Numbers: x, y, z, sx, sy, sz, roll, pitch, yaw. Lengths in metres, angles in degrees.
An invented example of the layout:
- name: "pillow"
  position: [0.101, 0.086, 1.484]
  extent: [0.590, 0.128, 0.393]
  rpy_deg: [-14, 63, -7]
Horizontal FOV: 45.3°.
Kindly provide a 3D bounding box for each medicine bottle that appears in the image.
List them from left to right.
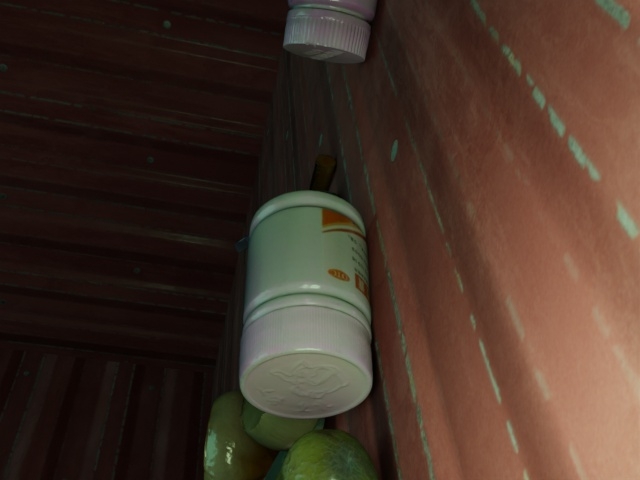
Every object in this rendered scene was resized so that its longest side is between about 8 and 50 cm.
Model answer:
- name: "medicine bottle"
  position: [-0.021, 0.097, 1.208]
  extent: [0.202, 0.202, 0.316]
  rpy_deg: [110, 165, -47]
- name: "medicine bottle"
  position: [0.030, -0.508, 1.508]
  extent: [0.178, 0.178, 0.291]
  rpy_deg: [-148, 67, -79]

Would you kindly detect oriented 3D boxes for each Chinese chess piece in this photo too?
- name: "Chinese chess piece"
  position: [-0.055, 0.256, 1.399]
  extent: [0.250, 0.103, 0.250]
  rpy_deg: [-61, 12, 23]

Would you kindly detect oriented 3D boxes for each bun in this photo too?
- name: "bun"
  position: [-0.178, 0.510, 1.822]
  extent: [0.299, 0.164, 0.299]
  rpy_deg: [1, -90, -88]

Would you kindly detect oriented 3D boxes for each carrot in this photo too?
- name: "carrot"
  position: [-0.003, -0.132, 1.735]
  extent: [0.139, 0.048, 0.048]
  rpy_deg: [108, 166, -47]

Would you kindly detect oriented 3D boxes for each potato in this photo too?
- name: "potato"
  position: [0.005, 0.370, 0.974]
  extent: [0.174, 0.159, 0.251]
  rpy_deg: [66, -164, -63]

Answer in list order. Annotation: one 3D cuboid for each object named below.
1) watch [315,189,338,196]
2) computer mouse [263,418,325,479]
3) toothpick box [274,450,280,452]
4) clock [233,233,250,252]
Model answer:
- name: "watch"
  position: [0.000, 0.000, 1.572]
  extent: [0.237, 0.068, 0.195]
  rpy_deg: [-119, 41, -80]
- name: "computer mouse"
  position: [-0.040, 0.415, 1.410]
  extent: [0.231, 0.079, 0.128]
  rpy_deg: [-62, 12, 9]
- name: "toothpick box"
  position: [-0.081, 0.425, 1.688]
  extent: [0.047, 0.047, 0.083]
  rpy_deg: [129, 148, -70]
- name: "clock"
  position: [-0.155, -0.019, 2.256]
  extent: [0.198, 0.172, 0.064]
  rpy_deg: [-28, 94, 51]
